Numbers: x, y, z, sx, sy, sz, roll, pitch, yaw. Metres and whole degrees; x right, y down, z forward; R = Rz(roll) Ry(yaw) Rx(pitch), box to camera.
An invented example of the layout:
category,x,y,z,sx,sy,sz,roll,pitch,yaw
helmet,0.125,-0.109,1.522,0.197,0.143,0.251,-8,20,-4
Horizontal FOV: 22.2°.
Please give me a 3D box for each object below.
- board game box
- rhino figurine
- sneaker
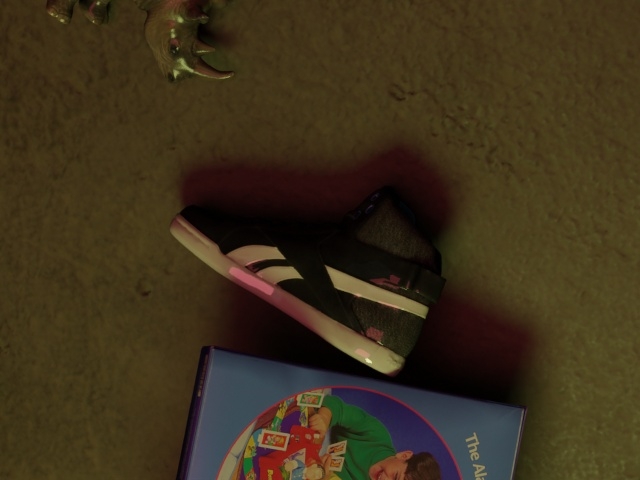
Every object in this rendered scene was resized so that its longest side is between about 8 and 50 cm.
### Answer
category,x,y,z,sx,sy,sz,roll,pitch,yaw
board game box,-0.002,0.266,1.165,0.233,0.078,0.347,12,85,-8
rhino figurine,-0.152,-0.204,1.190,0.243,0.073,0.106,45,117,0
sneaker,0.000,0.000,1.210,0.217,0.079,0.121,31,88,24
